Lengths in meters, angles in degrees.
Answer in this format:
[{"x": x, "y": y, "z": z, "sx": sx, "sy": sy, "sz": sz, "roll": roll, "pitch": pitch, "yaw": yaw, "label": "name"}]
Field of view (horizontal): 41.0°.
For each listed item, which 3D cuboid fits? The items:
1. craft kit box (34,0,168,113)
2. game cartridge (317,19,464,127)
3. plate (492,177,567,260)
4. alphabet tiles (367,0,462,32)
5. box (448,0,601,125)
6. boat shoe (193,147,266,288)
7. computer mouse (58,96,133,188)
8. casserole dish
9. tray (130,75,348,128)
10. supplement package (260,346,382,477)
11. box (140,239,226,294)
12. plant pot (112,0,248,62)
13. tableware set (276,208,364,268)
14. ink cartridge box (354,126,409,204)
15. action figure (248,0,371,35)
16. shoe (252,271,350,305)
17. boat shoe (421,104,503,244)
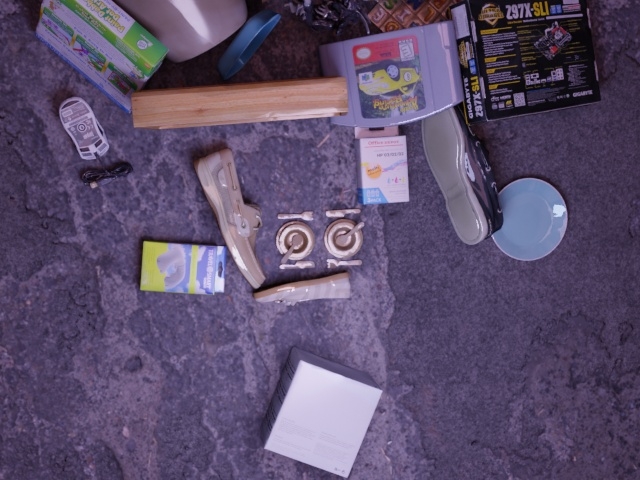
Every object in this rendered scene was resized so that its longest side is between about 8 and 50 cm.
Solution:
[{"x": -0.435, "y": -0.389, "z": 1.674, "sx": 0.250, "sy": 0.246, "sz": 0.061, "roll": 40, "pitch": 67, "yaw": -10, "label": "craft kit box"}, {"x": 0.149, "y": -0.341, "z": 1.809, "sx": 0.294, "sy": 0.060, "sz": 0.196, "roll": -8, "pitch": 100, "yaw": 15, "label": "game cartridge"}, {"x": 0.470, "y": -0.048, "z": 1.949, "sx": 0.188, "sy": 0.024, "sz": 0.188, "roll": -1, "pitch": 95, "yaw": -9, "label": "plate"}, {"x": 0.222, "y": -0.510, "z": 1.877, "sx": 0.237, "sy": 0.009, "sz": 0.198, "roll": 42, "pitch": 89, "yaw": -10, "label": "alphabet tiles"}, {"x": 0.445, "y": -0.398, "z": 1.840, "sx": 0.321, "sy": 0.079, "sz": 0.257, "roll": -13, "pitch": 94, "yaw": -24, "label": "box"}, {"x": -0.170, "y": -0.047, "z": 1.816, "sx": 0.098, "sy": 0.109, "sz": 0.302, "roll": -23, "pitch": 93, "yaw": -4, "label": "boat shoe"}, {"x": -0.478, "y": -0.209, "z": 1.787, "sx": 0.106, "sy": 0.042, "sz": 0.193, "roll": -23, "pitch": 104, "yaw": -1, "label": "computer mouse"}, {"x": -0.152, "y": -0.405, "z": 1.754, "sx": 0.037, "sy": 0.114, "sz": 0.188, "roll": 43, "pitch": 127, "yaw": -2, "label": "casserole dish"}, {"x": -0.152, "y": -0.274, "z": 1.715, "sx": 0.410, "sy": 0.203, "sz": 0.076, "roll": -5, "pitch": 96, "yaw": 1, "label": "tray"}, {"x": -0.002, "y": 0.367, "z": 1.854, "sx": 0.194, "sy": 0.149, "sz": 0.203, "roll": 22, "pitch": 92, "yaw": -10, "label": "supplement package"}, {"x": -0.293, "y": 0.059, "z": 1.838, "sx": 0.178, "sy": 0.042, "sz": 0.109, "roll": 4, "pitch": 95, "yaw": -8, "label": "box"}, {"x": -0.291, "y": -0.517, "z": 1.676, "sx": 0.323, "sy": 0.323, "sz": 0.280, "roll": -33, "pitch": 117, "yaw": -4, "label": "plant pot"}, {"x": 0.000, "y": 0.000, "z": 1.876, "sx": 0.194, "sy": 0.039, "sz": 0.128, "roll": -3, "pitch": 96, "yaw": -8, "label": "tableware set"}, {"x": 0.133, "y": -0.173, "z": 1.868, "sx": 0.104, "sy": 0.061, "sz": 0.182, "roll": -5, "pitch": 96, "yaw": -8, "label": "ink cartridge box"}, {"x": -0.018, "y": -0.514, "z": 1.767, "sx": 0.275, "sy": 0.164, "sz": 0.141, "roll": 14, "pitch": 136, "yaw": -3, "label": "action figure"}, {"x": -0.038, "y": 0.114, "z": 1.863, "sx": 0.218, "sy": 0.076, "sz": 0.058, "roll": -10, "pitch": 92, "yaw": -9, "label": "shoe"}, {"x": 0.323, "y": -0.167, "z": 1.874, "sx": 0.113, "sy": 0.127, "sz": 0.340, "roll": -15, "pitch": 82, "yaw": -33, "label": "boat shoe"}]
